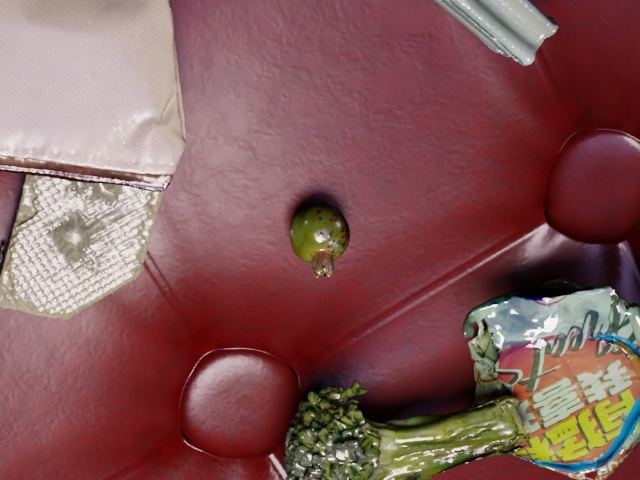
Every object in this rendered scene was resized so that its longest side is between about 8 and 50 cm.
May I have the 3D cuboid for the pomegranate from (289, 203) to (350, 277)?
[{"bbox_3d":[0.002,-0.004,1.476,0.073,0.084,0.073,-7,119,-13],"label":"pomegranate"}]

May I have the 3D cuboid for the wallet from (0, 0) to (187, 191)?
[{"bbox_3d":[-0.297,-0.180,1.339,0.335,0.068,0.274,5,95,-11],"label":"wallet"}]

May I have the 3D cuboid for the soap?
[{"bbox_3d":[0.152,-0.275,1.413,0.198,0.114,0.063,36,95,-21],"label":"soap"}]

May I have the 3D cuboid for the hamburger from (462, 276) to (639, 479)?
[{"bbox_3d":[0.293,0.142,1.572,0.261,0.150,0.276,2,123,4],"label":"hamburger"}]

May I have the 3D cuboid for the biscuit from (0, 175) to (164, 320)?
[{"bbox_3d":[-0.252,-0.031,1.427,0.150,0.052,0.252,15,103,-17],"label":"biscuit"}]

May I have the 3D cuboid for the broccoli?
[{"bbox_3d":[0.094,0.267,1.520,0.275,0.177,0.198,-1,126,-9],"label":"broccoli"}]
